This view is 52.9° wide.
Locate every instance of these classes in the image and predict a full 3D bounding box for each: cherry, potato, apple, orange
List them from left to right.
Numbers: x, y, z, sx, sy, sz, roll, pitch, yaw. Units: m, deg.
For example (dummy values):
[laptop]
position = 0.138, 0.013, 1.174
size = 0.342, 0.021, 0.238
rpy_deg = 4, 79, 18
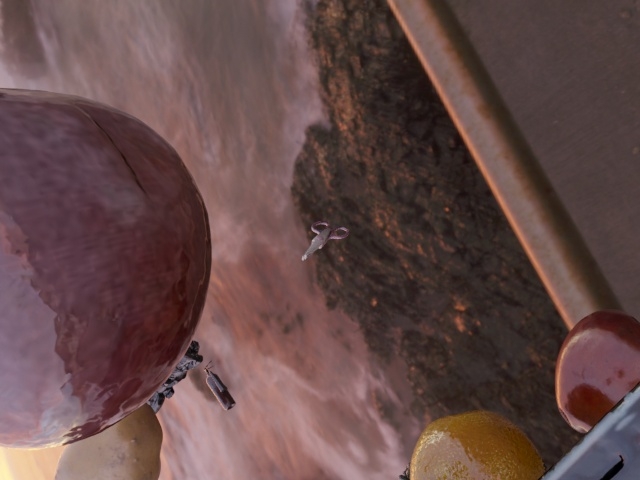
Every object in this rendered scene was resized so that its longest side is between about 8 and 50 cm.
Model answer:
[cherry]
position = -0.199, 0.008, 0.477
size = 0.221, 0.307, 0.261
rpy_deg = -34, 99, 29
[potato]
position = -0.234, 0.247, 0.726
size = 0.147, 0.112, 0.112
rpy_deg = -52, 58, 17
[orange]
position = 0.249, 0.386, 1.019
size = 0.236, 0.236, 0.236
rpy_deg = 36, 137, 43
[apple]
position = 0.511, 0.234, 1.064
size = 0.234, 0.234, 0.233
rpy_deg = 36, 137, 43

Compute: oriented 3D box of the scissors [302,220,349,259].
[scissors]
position = 0.000, 0.000, 1.385
size = 0.086, 0.176, 0.022
rpy_deg = 17, 120, 16

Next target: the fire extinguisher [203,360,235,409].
[fire extinguisher]
position = -0.195, 0.268, 1.203
size = 0.100, 0.032, 0.046
rpy_deg = 50, 175, 24

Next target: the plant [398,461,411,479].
[plant]
position = 0.247, 0.589, 1.491
size = 0.132, 0.129, 0.194
rpy_deg = -3, 121, 22

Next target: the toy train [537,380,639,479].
[toy train]
position = 0.122, 0.214, 0.391
size = 0.086, 0.088, 0.406
rpy_deg = 43, 116, 22

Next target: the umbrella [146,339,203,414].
[umbrella]
position = -0.289, 0.256, 1.097
size = 0.235, 0.059, 0.066
rpy_deg = -48, 39, 16
